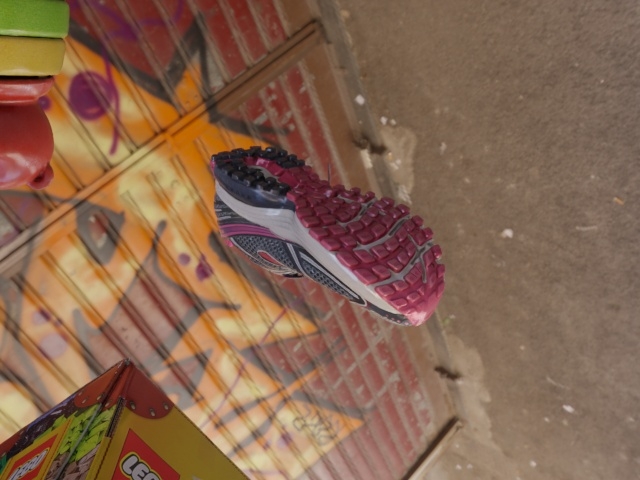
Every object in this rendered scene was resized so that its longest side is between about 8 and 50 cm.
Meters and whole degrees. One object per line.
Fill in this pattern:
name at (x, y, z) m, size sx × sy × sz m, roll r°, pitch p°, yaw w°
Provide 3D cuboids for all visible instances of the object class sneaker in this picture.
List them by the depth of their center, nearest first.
sneaker at (0.000, 0.000, 0.637) m, size 0.299 × 0.121 × 0.112 m, roll 34°, pitch 130°, yaw 39°

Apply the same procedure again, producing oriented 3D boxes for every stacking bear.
stacking bear at (-0.320, -0.190, 0.594) m, size 0.164 × 0.175 × 0.289 m, roll -109°, pitch 21°, yaw -73°

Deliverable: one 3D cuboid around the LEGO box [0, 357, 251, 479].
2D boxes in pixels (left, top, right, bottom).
LEGO box at (-0.104, 0.411, 0.526) m, size 0.500 × 0.193 × 0.372 m, roll 52°, pitch -169°, yaw -19°
